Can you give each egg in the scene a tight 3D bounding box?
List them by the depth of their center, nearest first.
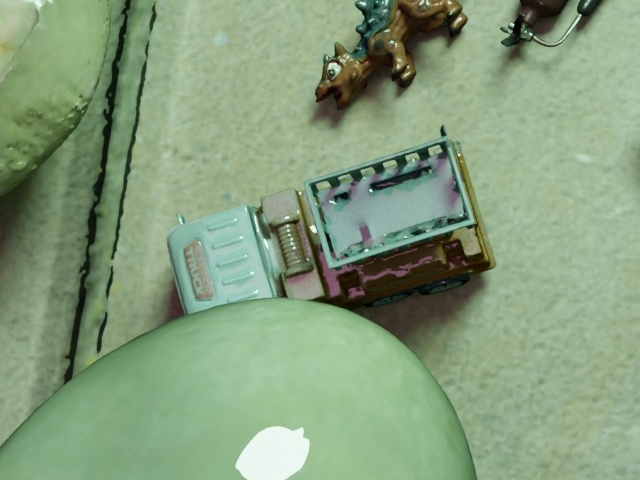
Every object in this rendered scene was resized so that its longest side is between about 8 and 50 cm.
[{"bbox_3d":[-0.067,0.191,0.815,0.258,0.258,0.352,43,89,11],"label":"egg"}]

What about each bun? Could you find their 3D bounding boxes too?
[{"bbox_3d":[-0.216,-0.114,0.933,0.239,0.141,0.239,-10,69,27],"label":"bun"}]

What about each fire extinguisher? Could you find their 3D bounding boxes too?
[{"bbox_3d":[0.159,-0.176,0.953,0.049,0.035,0.173,34,87,-27],"label":"fire extinguisher"}]

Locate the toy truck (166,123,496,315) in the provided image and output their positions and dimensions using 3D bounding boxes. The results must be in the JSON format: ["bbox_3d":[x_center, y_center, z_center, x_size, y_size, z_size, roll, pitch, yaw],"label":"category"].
[{"bbox_3d":[0.000,0.001,0.904,0.177,0.115,0.080,-18,80,7],"label":"toy truck"}]

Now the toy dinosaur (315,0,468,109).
[{"bbox_3d":[0.053,-0.134,0.950,0.055,0.049,0.154,42,94,14],"label":"toy dinosaur"}]
